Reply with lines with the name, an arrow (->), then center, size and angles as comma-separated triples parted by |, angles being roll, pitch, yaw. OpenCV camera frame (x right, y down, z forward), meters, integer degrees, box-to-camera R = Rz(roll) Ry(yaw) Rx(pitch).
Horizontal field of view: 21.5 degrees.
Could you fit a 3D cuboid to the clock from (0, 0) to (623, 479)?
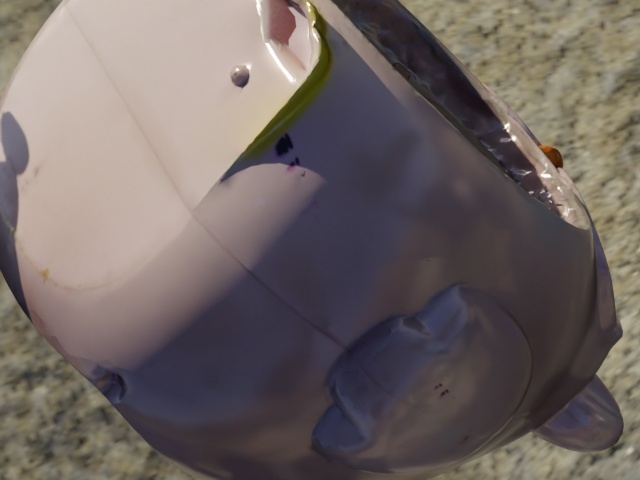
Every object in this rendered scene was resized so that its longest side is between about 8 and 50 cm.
clock -> 0.000, 0.000, 0.971 | 0.250, 0.377, 0.368 | -45, 49, 14
